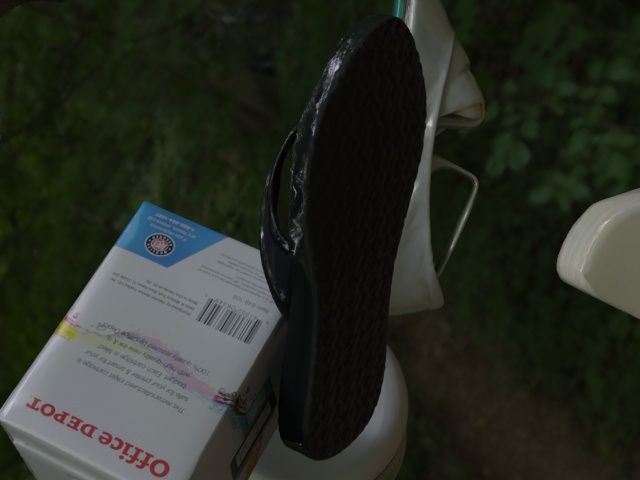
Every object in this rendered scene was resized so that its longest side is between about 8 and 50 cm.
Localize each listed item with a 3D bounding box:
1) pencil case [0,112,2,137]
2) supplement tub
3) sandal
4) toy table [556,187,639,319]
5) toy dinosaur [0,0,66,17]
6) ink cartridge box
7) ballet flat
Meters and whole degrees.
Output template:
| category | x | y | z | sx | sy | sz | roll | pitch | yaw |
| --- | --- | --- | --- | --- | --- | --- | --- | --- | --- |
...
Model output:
| category | x | y | z | sx | sy | sz | roll | pitch | yaw |
| --- | --- | --- | --- | --- | --- | --- | --- | --- | --- |
| pencil case | -0.292 | -0.063 | 0.911 | 0.113 | 0.124 | 0.273 | -47 | 26 | 10 |
| supplement tub | -0.007 | 0.233 | 1.603 | 0.235 | 0.235 | 0.325 | -55 | -13 | -14 |
| sandal | -0.002 | 0.002 | 1.194 | 0.167 | 0.107 | 0.446 | -22 | -53 | -49 |
| toy table | 0.235 | -0.003 | 0.499 | 0.161 | 0.252 | 0.274 | -63 | 2 | 4 |
| toy dinosaur | -0.165 | -0.225 | 0.722 | 0.313 | 0.160 | 0.121 | -39 | 22 | 30 |
| ink cartridge box | -0.152 | 0.147 | 1.278 | 0.270 | 0.198 | 0.197 | -59 | -17 | -27 |
| ballet flat | 0.120 | -0.107 | 1.436 | 0.139 | 0.139 | 0.400 | 19 | -100 | -82 |
